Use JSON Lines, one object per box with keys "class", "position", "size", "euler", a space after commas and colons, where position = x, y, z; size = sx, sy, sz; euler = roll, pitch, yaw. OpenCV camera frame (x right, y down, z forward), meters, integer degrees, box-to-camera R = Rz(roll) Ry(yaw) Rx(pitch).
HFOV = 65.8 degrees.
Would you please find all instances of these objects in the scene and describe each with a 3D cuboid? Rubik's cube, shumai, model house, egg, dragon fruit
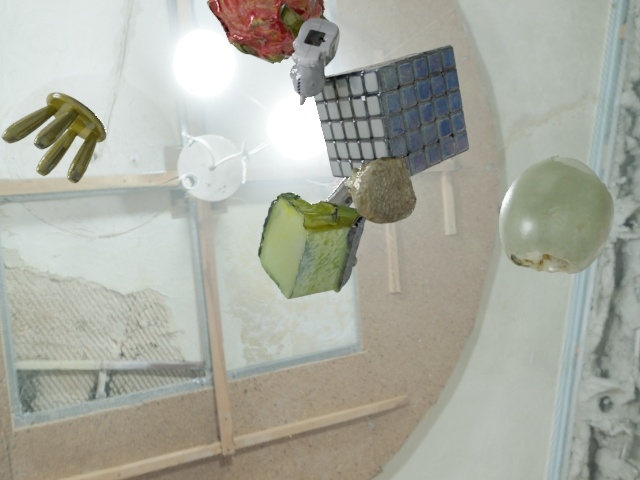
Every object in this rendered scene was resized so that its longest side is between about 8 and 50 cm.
{"class": "Rubik's cube", "position": [0.153, -0.273, 1.095], "size": [0.237, 0.238, 0.237], "euler": [-24, -70, -29]}
{"class": "shumai", "position": [0.105, -0.105, 0.946], "size": [0.145, 0.116, 0.145], "euler": [-10, -66, -23]}
{"class": "model house", "position": [0.000, 0.000, 1.092], "size": [0.211, 0.170, 0.194], "euler": [-4, -60, -33]}
{"class": "egg", "position": [0.642, -0.078, 1.350], "size": [0.278, 0.278, 0.336], "euler": [27, -105, -22]}
{"class": "dragon fruit", "position": [-0.119, -0.534, 1.083], "size": [0.303, 0.231, 0.237], "euler": [38, -126, -39]}

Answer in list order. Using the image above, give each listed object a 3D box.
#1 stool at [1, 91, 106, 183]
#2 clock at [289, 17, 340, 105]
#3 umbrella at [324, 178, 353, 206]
{"class": "stool", "position": [-0.441, -0.173, 0.837], "size": [0.134, 0.135, 0.110], "euler": [36, -119, -15]}
{"class": "clock", "position": [-0.015, -0.371, 1.021], "size": [0.080, 0.117, 0.176], "euler": [16, -126, 3]}
{"class": "umbrella", "position": [0.123, -0.200, 1.604], "size": [0.073, 0.067, 0.337], "euler": [40, -87, 10]}
